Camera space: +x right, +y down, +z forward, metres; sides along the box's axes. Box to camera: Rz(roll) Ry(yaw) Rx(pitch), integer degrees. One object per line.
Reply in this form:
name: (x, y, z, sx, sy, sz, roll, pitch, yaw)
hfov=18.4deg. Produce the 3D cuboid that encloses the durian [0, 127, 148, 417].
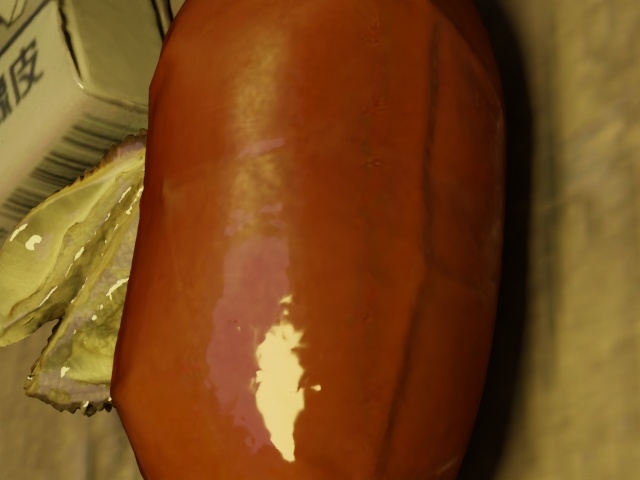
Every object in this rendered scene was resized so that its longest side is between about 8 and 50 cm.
durian: (-0.071, 0.006, 0.813, 0.110, 0.071, 0.140, 28, 96, 21)

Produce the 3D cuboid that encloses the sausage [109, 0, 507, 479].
sausage: (0.002, 0.000, 0.694, 0.133, 0.133, 0.258, -13, 65, 47)

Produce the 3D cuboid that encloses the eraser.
eraser: (-0.156, -0.047, 0.936, 0.210, 0.068, 0.124, -42, 50, 34)
